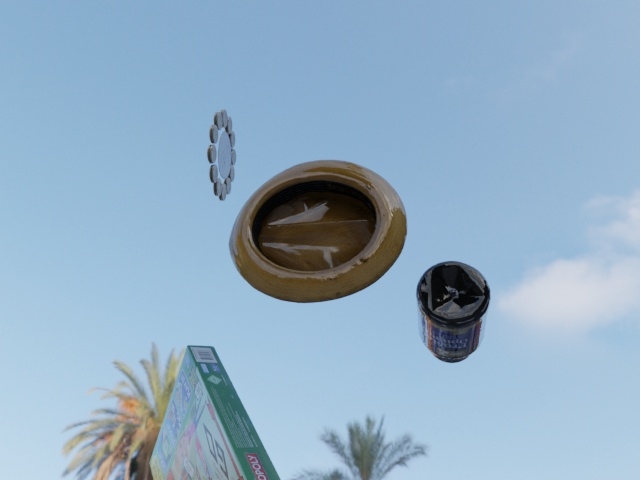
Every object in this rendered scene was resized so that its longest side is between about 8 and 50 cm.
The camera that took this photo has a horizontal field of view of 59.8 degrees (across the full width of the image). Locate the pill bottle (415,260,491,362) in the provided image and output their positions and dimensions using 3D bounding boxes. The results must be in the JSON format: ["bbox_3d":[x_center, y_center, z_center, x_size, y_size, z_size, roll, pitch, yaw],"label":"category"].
[{"bbox_3d":[0.236,0.139,1.000,0.122,0.123,0.219,-9,-34,7],"label":"pill bottle"}]

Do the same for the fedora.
[{"bbox_3d":[0.000,0.000,0.614,0.194,0.194,0.079,-10,-34,7],"label":"fedora"}]

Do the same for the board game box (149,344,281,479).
[{"bbox_3d":[-0.138,0.309,0.698,0.046,0.317,0.214,12,-73,-32],"label":"board game box"}]

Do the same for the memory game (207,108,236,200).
[{"bbox_3d":[-0.201,-0.175,1.141,0.012,0.186,0.186,2,-45,6],"label":"memory game"}]
